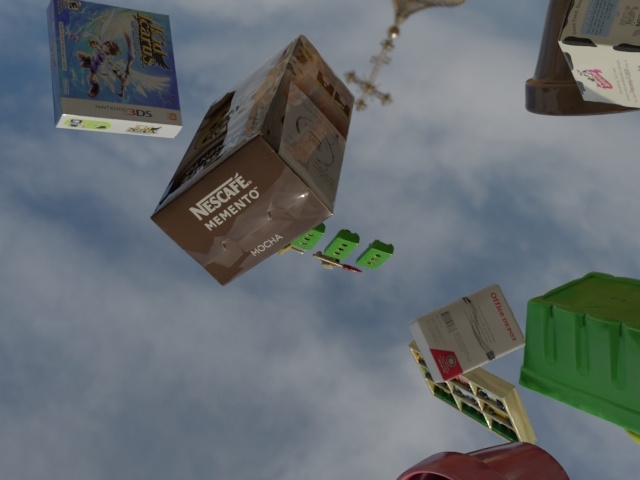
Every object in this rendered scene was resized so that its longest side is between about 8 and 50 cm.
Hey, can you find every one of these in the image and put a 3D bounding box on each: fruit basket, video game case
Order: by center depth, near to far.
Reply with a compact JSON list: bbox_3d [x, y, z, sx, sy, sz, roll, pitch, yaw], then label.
[{"bbox_3d":[0.563,0.257,1.347,0.283,0.392,0.392,-21,-123,-21],"label":"fruit basket"},{"bbox_3d":[-0.415,-0.349,1.569,0.244,0.061,0.269,1,-109,-33],"label":"video game case"}]

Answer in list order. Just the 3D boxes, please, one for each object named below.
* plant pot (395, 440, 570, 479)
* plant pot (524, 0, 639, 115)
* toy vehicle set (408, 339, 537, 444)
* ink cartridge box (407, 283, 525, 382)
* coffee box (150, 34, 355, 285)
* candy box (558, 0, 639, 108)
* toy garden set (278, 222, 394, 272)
[{"bbox_3d":[0.216,0.343,0.965,0.180,0.201,0.201,-15,-125,-40],"label":"plant pot"},{"bbox_3d":[0.494,-0.354,1.379,0.263,0.229,0.263,-6,-163,2],"label":"plant pot"},{"bbox_3d":[0.298,0.300,1.540,0.035,0.166,0.267,-41,-146,-18],"label":"toy vehicle set"},{"bbox_3d":[0.234,0.149,1.245,0.150,0.063,0.109,-22,-100,-12],"label":"ink cartridge box"},{"bbox_3d":[-0.067,-0.106,0.919,0.119,0.168,0.297,47,-153,-22],"label":"coffee box"},{"bbox_3d":[0.364,-0.176,0.741,0.233,0.071,0.159,15,175,29],"label":"candy box"},{"bbox_3d":[0.000,0.000,1.516,0.244,0.204,0.049,17,-111,-9],"label":"toy garden set"}]
